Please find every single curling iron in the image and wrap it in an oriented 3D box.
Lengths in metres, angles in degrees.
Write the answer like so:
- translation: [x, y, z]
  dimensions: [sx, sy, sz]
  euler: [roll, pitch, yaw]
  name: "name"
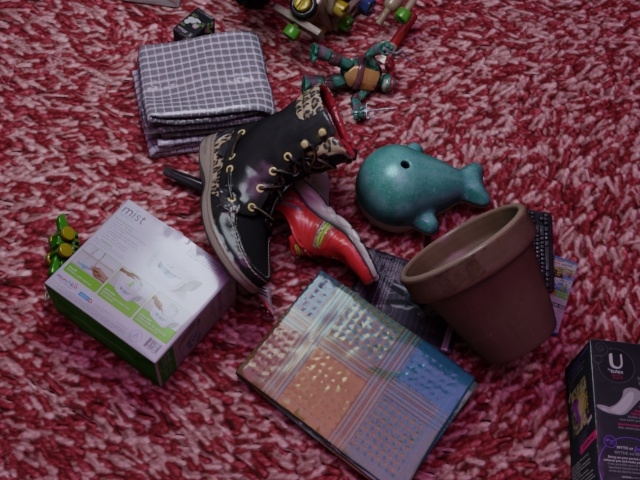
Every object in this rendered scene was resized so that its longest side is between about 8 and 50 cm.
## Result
- translation: [-0.186, -0.100, 1.922]
  dimensions: [0.274, 0.035, 0.068]
  euler: [15, 62, 3]
  name: "curling iron"

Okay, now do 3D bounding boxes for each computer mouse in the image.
- translation: [-0.014, -0.129, 1.946]
  dimensions: [0.106, 0.042, 0.193]
  euler: [-5, 61, -8]
  name: "computer mouse"

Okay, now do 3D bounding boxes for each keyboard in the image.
- translation: [0.410, 0.016, 1.888]
  dimensions: [0.108, 0.023, 0.180]
  euler: [6, 60, 0]
  name: "keyboard"

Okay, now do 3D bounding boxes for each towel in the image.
- translation: [-0.246, -0.315, 1.991]
  dimensions: [0.284, 0.121, 0.235]
  euler: [-9, 61, -9]
  name: "towel"
- translation: [0.068, 0.253, 1.732]
  dimensions: [0.370, 0.040, 0.271]
  euler: [35, 68, 16]
  name: "towel"

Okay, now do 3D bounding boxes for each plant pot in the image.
- translation: [0.311, 0.093, 1.730]
  dimensions: [0.263, 0.263, 0.229]
  euler: [-34, 97, -20]
  name: "plant pot"

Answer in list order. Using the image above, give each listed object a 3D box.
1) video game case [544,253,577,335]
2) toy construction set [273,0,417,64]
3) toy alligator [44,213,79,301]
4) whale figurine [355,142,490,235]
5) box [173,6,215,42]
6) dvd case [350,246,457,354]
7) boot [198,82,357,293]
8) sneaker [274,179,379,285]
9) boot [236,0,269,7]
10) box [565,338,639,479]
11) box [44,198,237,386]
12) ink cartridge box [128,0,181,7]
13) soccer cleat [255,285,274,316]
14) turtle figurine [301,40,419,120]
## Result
- translation: [0.428, 0.095, 1.866]
  dimensions: [0.119, 0.015, 0.166]
  euler: [20, 62, 8]
  name: "video game case"
- translation: [0.038, -0.494, 2.090]
  dimensions: [0.309, 0.257, 0.237]
  euler: [34, 81, -10]
  name: "toy construction set"
- translation: [-0.491, 0.038, 1.818]
  dimensions: [0.051, 0.056, 0.189]
  euler: [25, 52, -38]
  name: "toy alligator"
- translation: [0.207, -0.116, 1.897]
  dimensions: [0.272, 0.141, 0.216]
  euler: [-3, 61, -6]
  name: "whale figurine"
- translation: [-0.279, -0.460, 2.102]
  dimensions: [0.052, 0.062, 0.083]
  euler: [36, 64, 14]
  name: "box"
- translation: [0.168, 0.114, 1.836]
  dimensions: [0.221, 0.018, 0.164]
  euler: [18, 60, 7]
  name: "dvd case"
- translation: [-0.073, -0.109, 1.758]
  dimensions: [0.284, 0.138, 0.377]
  euler: [-27, 47, 17]
  name: "boot"
- translation: [0.000, 0.000, 1.838]
  dimensions: [0.118, 0.107, 0.279]
  euler: [-44, 70, -6]
  name: "sneaker"
- translation: [-0.149, -0.595, 2.072]
  dimensions: [0.131, 0.260, 0.347]
  euler: [1, 54, -11]
  name: "boot"
- translation: [0.534, 0.328, 1.668]
  dimensions: [0.165, 0.143, 0.270]
  euler: [7, 60, -2]
  name: "box"
- translation: [-0.325, 0.091, 1.753]
  dimensions: [0.262, 0.126, 0.231]
  euler: [32, 63, 14]
  name: "box"
- translation: [-0.371, -0.654, 2.196]
  dimensions: [0.134, 0.078, 0.231]
  euler: [7, 60, 0]
  name: "ink cartridge box"
- translation: [-0.104, 0.108, 1.815]
  dimensions: [0.036, 0.029, 0.083]
  euler: [-29, 62, -14]
  name: "soccer cleat"
- translation: [0.084, -0.347, 2.038]
  dimensions: [0.234, 0.118, 0.175]
  euler: [8, 102, -12]
  name: "turtle figurine"
